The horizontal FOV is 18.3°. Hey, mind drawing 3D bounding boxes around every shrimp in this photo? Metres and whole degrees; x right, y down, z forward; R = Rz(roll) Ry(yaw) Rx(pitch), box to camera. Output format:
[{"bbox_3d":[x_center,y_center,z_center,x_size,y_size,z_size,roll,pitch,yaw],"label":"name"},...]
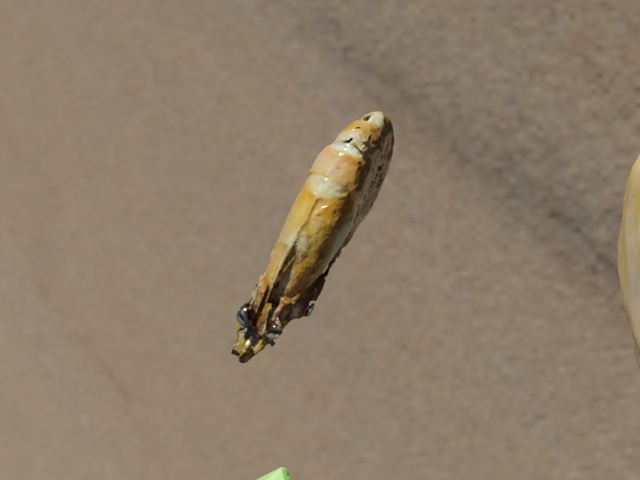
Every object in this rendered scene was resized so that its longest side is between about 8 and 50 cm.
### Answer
[{"bbox_3d":[0.000,0.000,1.259,0.043,0.184,0.091,28,164,19],"label":"shrimp"}]

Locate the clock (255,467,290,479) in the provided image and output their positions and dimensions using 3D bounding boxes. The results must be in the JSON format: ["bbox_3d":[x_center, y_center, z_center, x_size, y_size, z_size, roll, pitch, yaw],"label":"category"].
[{"bbox_3d":[0.039,0.273,1.270,0.106,0.255,0.220,-31,58,28],"label":"clock"}]

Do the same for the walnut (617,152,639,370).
[{"bbox_3d":[0.282,0.036,0.783,0.381,0.381,0.381,175,90,-70],"label":"walnut"}]
